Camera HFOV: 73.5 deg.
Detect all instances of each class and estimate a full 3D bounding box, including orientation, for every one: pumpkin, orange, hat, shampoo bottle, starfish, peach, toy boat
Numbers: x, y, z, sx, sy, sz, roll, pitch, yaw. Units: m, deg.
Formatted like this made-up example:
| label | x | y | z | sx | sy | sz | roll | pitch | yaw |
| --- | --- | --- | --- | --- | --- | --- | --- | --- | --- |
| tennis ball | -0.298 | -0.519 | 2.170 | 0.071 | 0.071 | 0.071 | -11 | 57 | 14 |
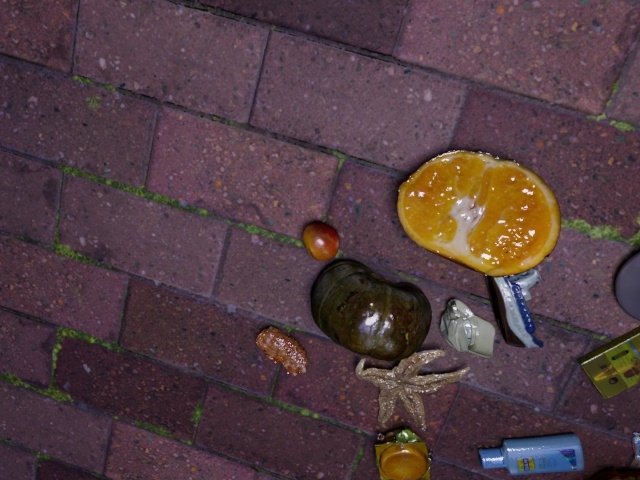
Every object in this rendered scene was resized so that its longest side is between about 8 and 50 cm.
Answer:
| label | x | y | z | sx | sy | sz | roll | pitch | yaw |
| --- | --- | --- | --- | --- | --- | --- | --- | --- | --- |
| pumpkin | 0.113 | 0.201 | 1.067 | 0.325 | 0.232 | 0.242 | 19 | 108 | 7 |
| orange | 0.354 | -0.056 | 0.957 | 0.310 | 0.274 | 0.274 | 13 | 111 | 50 |
| hat | 0.386 | 0.234 | 1.121 | 0.166 | 0.081 | 0.122 | 22 | 67 | -12 |
| shampoo bottle | 0.572 | 0.590 | 1.175 | 0.259 | 0.061 | 0.103 | -10 | 101 | 11 |
| starfish | 0.242 | 0.409 | 1.182 | 0.299 | 0.060 | 0.302 | 2 | 117 | 2 |
| peach | 0.001 | -0.001 | 1.096 | 0.101 | 0.101 | 0.100 | 2 | 104 | 8 |
| toy boat | 0.490 | 0.152 | 1.055 | 0.115 | 0.114 | 0.262 | -16 | 101 | 7 |

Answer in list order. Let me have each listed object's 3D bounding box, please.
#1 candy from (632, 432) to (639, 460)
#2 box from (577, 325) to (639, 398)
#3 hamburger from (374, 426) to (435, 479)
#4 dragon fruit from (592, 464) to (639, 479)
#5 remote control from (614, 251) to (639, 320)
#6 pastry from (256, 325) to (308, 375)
| label | x | y | z | sx | sy | sz | roll | pitch | yaw |
| --- | --- | --- | --- | --- | --- | --- | --- | --- | --- |
| candy | 0.852 | 0.550 | 1.144 | 0.030 | 0.020 | 0.083 | -7 | 100 | 10 |
| box | 0.780 | 0.308 | 1.093 | 0.193 | 0.030 | 0.121 | -36 | 96 | 14 |
| hamburger | 0.230 | 0.597 | 1.203 | 0.164 | 0.093 | 0.189 | 4 | 117 | 5 |
| dragon fruit | 0.810 | 0.701 | 1.077 | 0.250 | 0.315 | 0.250 | 18 | 113 | 48 |
| remote control | 0.866 | 0.127 | 0.987 | 0.332 | 0.103 | 0.221 | 22 | 119 | 10 |
| pastry | -0.101 | 0.304 | 1.208 | 0.169 | 0.063 | 0.087 | 42 | 114 | -8 |
